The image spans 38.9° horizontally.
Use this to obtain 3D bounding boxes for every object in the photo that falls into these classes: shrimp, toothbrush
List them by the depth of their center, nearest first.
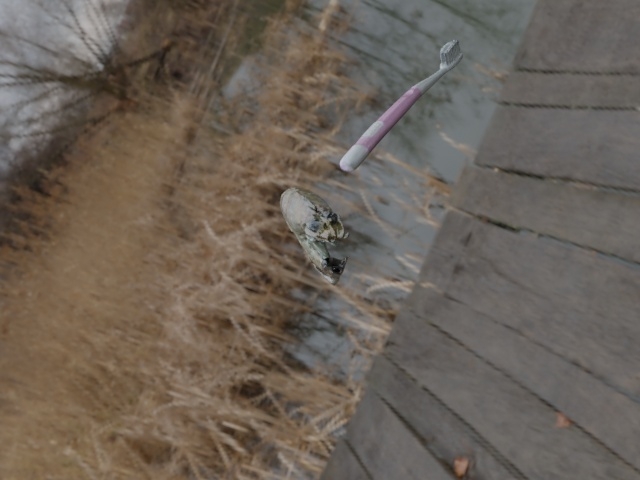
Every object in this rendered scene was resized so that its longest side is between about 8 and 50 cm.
[{"bbox_3d":[0.092,-0.150,0.970,0.286,0.020,0.025,-48,-48,-43],"label":"toothbrush"},{"bbox_3d":[0.000,0.000,1.035,0.047,0.126,0.223,-26,11,-8],"label":"shrimp"}]
